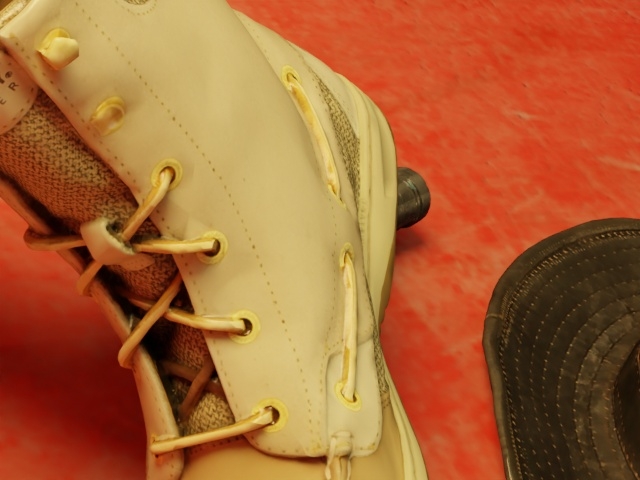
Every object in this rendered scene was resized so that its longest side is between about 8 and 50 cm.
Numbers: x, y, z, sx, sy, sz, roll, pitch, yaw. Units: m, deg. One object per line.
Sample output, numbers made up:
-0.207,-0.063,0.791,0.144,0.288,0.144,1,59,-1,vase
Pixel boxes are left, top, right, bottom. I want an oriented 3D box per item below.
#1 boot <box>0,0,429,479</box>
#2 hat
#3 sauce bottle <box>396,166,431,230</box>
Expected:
-0.052,0.013,0.526,0.203,0.095,0.262,42,41,-46,boot
0.237,0.069,0.711,0.331,0.134,0.331,18,39,-15,hat
0.000,0.000,0.711,0.042,0.042,0.128,45,41,19,sauce bottle
